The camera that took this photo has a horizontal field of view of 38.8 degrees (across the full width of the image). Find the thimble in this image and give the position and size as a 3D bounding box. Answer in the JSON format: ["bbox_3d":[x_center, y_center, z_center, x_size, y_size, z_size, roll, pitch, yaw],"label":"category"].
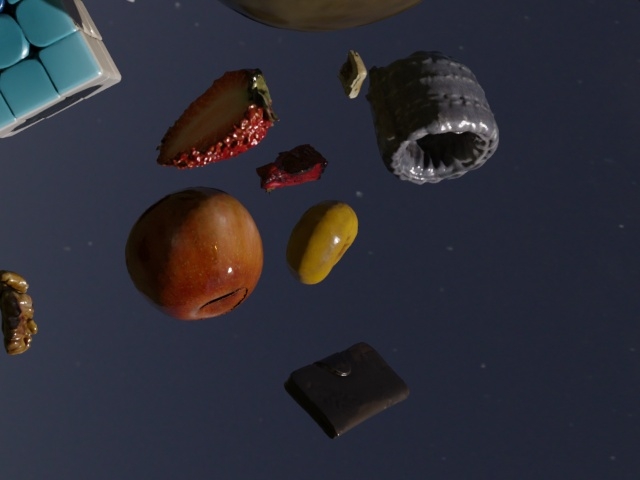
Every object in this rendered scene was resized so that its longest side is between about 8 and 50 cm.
[{"bbox_3d":[0.184,-0.212,1.567,0.205,0.236,0.172,-32,-117,35],"label":"thimble"}]

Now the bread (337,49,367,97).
[{"bbox_3d":[0.066,-0.343,1.883,0.083,0.035,0.070,-56,-134,53],"label":"bread"}]

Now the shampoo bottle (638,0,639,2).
[{"bbox_3d":[0.590,-0.496,1.343,0.134,0.078,0.359,37,-39,18],"label":"shampoo bottle"}]

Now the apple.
[{"bbox_3d":[-0.184,0.030,1.376,0.210,0.235,0.173,-32,-115,10],"label":"apple"}]

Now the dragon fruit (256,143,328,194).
[{"bbox_3d":[-0.073,-0.164,2.329,0.122,0.192,0.092,34,-44,41],"label":"dragon fruit"}]

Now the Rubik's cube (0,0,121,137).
[{"bbox_3d":[-0.610,-0.393,1.833,0.291,0.290,0.291,63,0,-11],"label":"Rubik's cube"}]

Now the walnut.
[{"bbox_3d":[-0.593,0.141,1.774,0.170,0.069,0.143,103,-31,-42],"label":"walnut"}]

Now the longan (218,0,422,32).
[{"bbox_3d":[0.003,-0.335,0.807,0.319,0.319,0.319,-19,-114,53],"label":"longan"}]

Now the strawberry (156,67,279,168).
[{"bbox_3d":[-0.233,-0.260,2.121,0.306,0.138,0.233,-33,-138,15],"label":"strawberry"}]

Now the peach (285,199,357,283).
[{"bbox_3d":[0.000,0.000,1.738,0.103,0.179,0.179,30,-66,9],"label":"peach"}]

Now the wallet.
[{"bbox_3d":[0.062,0.305,1.899,0.165,0.309,0.042,48,-59,19],"label":"wallet"}]
